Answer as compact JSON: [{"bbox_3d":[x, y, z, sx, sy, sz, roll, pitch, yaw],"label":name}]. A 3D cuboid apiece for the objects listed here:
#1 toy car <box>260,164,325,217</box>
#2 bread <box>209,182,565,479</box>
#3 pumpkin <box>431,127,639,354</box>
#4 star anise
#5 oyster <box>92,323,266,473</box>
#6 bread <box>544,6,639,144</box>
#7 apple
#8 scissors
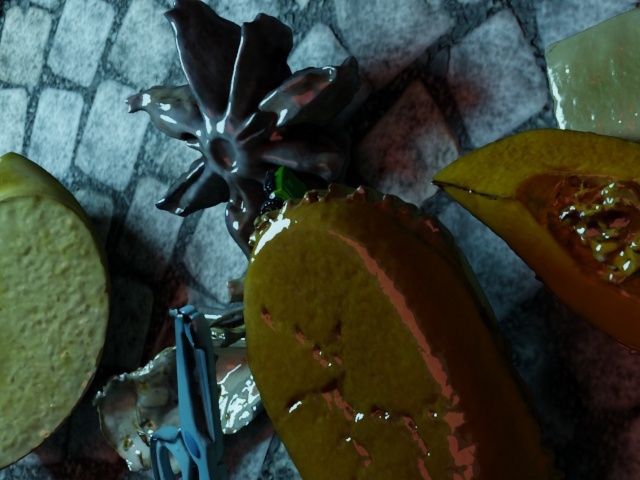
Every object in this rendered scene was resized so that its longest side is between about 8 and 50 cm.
[{"bbox_3d":[0.000,0.000,1.609,0.062,0.165,0.071,-26,21,12],"label":"toy car"},{"bbox_3d":[0.069,0.124,1.450,0.236,0.183,0.388,-40,76,21],"label":"bread"},{"bbox_3d":[0.248,0.005,1.408,0.278,0.111,0.163,15,138,32],"label":"pumpkin"},{"bbox_3d":[-0.072,-0.098,1.705,0.359,0.139,0.316,-28,85,41],"label":"star anise"},{"bbox_3d":[-0.105,0.156,1.743,0.345,0.078,0.129,-28,85,35],"label":"oyster"},{"bbox_3d":[0.284,-0.136,1.427,0.178,0.060,0.139,-21,70,39],"label":"bread"},{"bbox_3d":[-0.368,0.068,1.886,0.309,0.252,0.314,-50,48,5],"label":"apple"},{"bbox_3d":[-0.118,0.193,1.625,0.180,0.032,0.393,44,150,33],"label":"scissors"}]
